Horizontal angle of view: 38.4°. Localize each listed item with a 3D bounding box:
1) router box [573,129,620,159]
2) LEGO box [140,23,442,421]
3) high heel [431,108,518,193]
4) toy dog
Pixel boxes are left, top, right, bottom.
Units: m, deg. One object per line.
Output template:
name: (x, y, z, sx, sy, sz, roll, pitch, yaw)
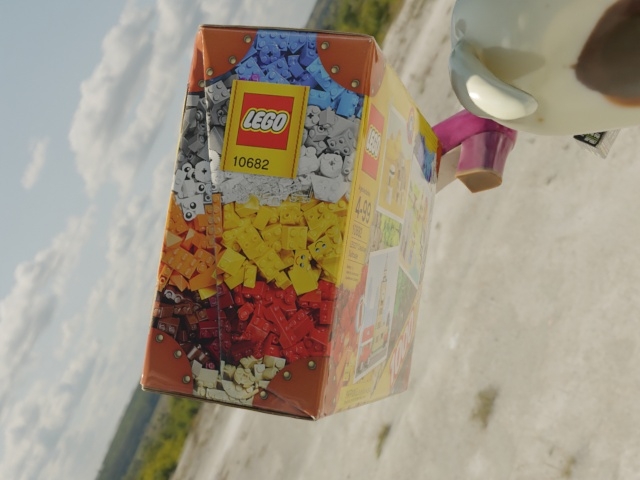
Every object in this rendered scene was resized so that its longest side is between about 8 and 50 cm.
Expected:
router box: (0.381, -0.163, 1.231, 0.092, 0.038, 0.122, -65, -21, 7)
LEGO box: (0.000, 0.000, 1.114, 0.500, 0.193, 0.373, 20, -102, -74)
high heel: (0.194, -0.163, 1.709, 0.377, 0.127, 0.181, -3, 57, 36)
toy dog: (0.349, -0.223, 0.848, 0.395, 0.407, 0.285, -32, -57, -50)
